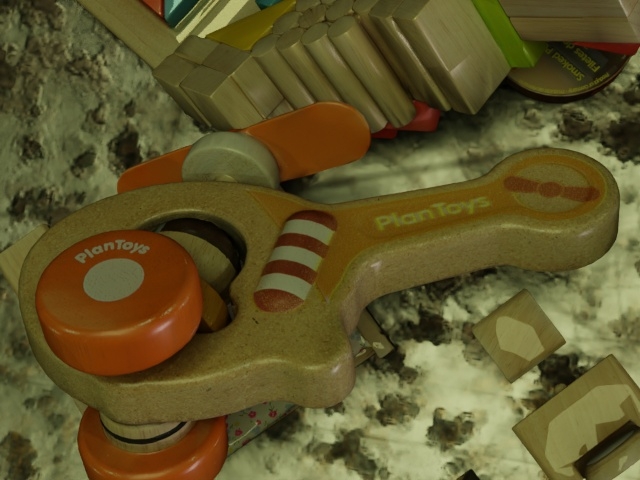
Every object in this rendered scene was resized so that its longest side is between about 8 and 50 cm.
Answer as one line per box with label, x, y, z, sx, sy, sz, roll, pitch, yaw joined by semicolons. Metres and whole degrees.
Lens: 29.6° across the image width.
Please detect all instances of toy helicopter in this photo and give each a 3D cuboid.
toy helicopter;0.000;0.000;0.720;0.355;0.140;0.235;-12;40;-7

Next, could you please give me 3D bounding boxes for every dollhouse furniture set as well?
dollhouse furniture set;-0.014;0.060;0.758;0.303;0.174;0.355;-37;80;2

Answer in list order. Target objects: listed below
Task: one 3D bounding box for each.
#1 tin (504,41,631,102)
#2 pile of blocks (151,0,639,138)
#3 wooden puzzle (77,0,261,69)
tin;0.132;-0.174;0.833;0.190;0.040;0.106;44;87;10
pile of blocks;0.068;-0.136;0.787;0.362;0.112;0.149;-14;44;29
wooden puzzle;-0.105;-0.257;0.872;0.239;0.044;0.221;42;90;10
